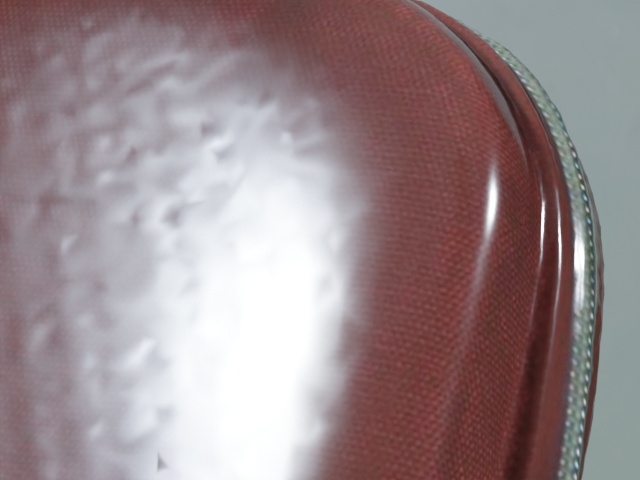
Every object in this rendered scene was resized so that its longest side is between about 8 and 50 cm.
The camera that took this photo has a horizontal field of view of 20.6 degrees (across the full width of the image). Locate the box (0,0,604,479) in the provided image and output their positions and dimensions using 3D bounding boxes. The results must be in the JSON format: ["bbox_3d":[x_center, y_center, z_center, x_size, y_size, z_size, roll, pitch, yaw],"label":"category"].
[{"bbox_3d":[-0.069,0.111,0.471,0.263,0.403,0.108,7,162,28],"label":"box"}]
